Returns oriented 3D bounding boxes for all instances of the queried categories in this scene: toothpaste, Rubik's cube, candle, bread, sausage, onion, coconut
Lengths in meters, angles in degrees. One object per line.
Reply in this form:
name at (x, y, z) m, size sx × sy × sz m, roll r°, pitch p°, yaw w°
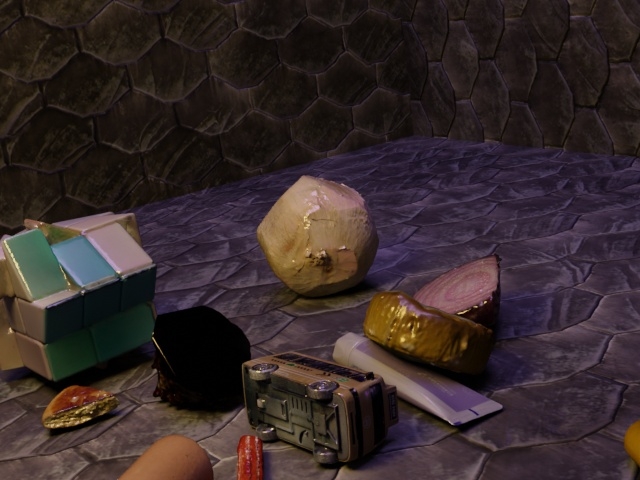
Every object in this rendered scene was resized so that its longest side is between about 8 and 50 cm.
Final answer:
toothpaste at (0.164, 0.260, 1.852) m, size 0.125 × 0.080 × 0.371 m, roll -11°, pitch 18°, yaw -37°
Rubik's cube at (-0.545, 0.112, 2.179) m, size 0.387 × 0.358 × 0.368 m, roll -21°, pitch 20°, yaw -36°
candle at (-0.110, 0.392, 1.557) m, size 0.051 × 0.048 × 0.329 m, roll 32°, pitch 11°, yaw -11°
bread at (-0.488, 0.334, 1.927) m, size 0.154 × 0.054 × 0.136 m, roll -3°, pitch 14°, yaw 37°
sausage at (-0.253, 0.390, 1.488) m, size 0.123 × 0.123 × 0.253 m, roll -2°, pitch 17°, yaw 20°
onion at (0.301, 0.151, 2.136) m, size 0.247 × 0.111 × 0.250 m, roll -27°, pitch 17°, yaw 25°
coconut at (0.000, 0.000, 2.463) m, size 0.297 × 0.297 × 0.254 m, roll -15°, pitch 34°, yaw -24°

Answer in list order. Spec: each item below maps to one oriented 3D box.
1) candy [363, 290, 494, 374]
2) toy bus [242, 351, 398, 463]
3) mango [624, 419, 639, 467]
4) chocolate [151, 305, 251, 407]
candy at (0.208, 0.176, 1.893) m, size 0.260 × 0.118 × 0.260 m, roll 20°, pitch 1°, yaw 0°
toy bus at (-0.006, 0.285, 1.729) m, size 0.157 × 0.139 × 0.289 m, roll -14°, pitch 13°, yaw -39°
mango at (0.528, 0.308, 1.459) m, size 0.137 × 0.098 × 0.195 m, roll -19°, pitch 14°, yaw -24°
chocolate at (-0.261, 0.269, 1.971) m, size 0.224 × 0.206 × 0.177 m, roll -11°, pitch -32°, yaw -48°
